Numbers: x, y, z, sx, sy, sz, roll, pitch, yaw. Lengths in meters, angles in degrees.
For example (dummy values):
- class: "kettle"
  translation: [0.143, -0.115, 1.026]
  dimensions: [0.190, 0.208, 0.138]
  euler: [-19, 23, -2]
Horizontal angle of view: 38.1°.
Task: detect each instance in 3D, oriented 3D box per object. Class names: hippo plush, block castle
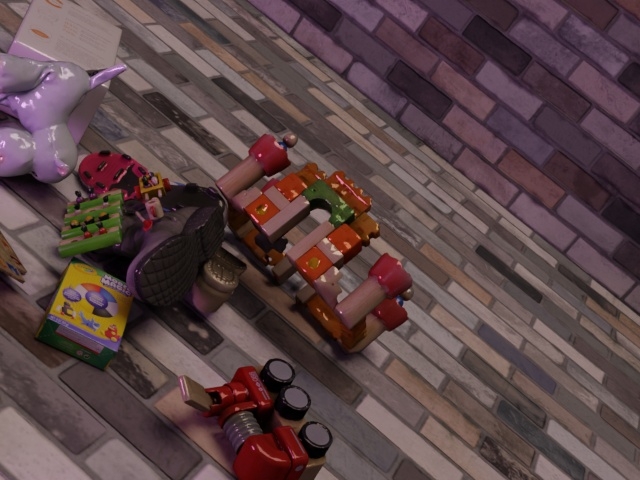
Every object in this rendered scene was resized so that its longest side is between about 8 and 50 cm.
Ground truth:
- class: "hippo plush"
  translation: [-0.555, -0.230, 1.810]
  dimensions: [0.294, 0.236, 0.234]
  euler: [0, 4, -30]
- class: "block castle"
  translation: [0.000, 0.000, 1.953]
  dimensions: [0.453, 0.213, 0.303]
  euler: [46, -14, 19]

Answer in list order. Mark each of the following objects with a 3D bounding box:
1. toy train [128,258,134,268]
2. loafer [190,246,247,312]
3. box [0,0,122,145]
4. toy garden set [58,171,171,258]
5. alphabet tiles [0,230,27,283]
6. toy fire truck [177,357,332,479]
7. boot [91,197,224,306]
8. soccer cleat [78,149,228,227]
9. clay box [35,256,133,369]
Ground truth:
- class: "toy train"
  translation: [-0.351, 0.045, 1.781]
  dimensions: [0.027, 0.036, 0.158]
  euler: [-4, 30, -2]
- class: "loafer"
  translation: [-0.214, 0.073, 1.850]
  dimensions: [0.102, 0.092, 0.268]
  euler: [36, 9, -5]
- class: "box"
  translation: [-0.591, -0.397, 2.083]
  dimensions: [0.215, 0.168, 0.345]
  euler: [26, 27, -21]
- class: "toy garden set"
  translation: [-0.377, -0.061, 1.708]
  dimensions: [0.204, 0.049, 0.244]
  euler: [-15, 24, -5]
- class: "alphabet tiles"
  translation: [-0.570, -0.024, 1.510]
  dimensions: [0.198, 0.009, 0.237]
  euler: [49, -3, 25]
- class: "toy fire truck"
  translation: [-0.127, 0.299, 1.516]
  dimensions: [0.246, 0.158, 0.217]
  euler: [-2, 44, -37]
- class: "boot"
  translation: [-0.332, 0.019, 1.698]
  dimensions: [0.223, 0.118, 0.338]
  euler: [5, 19, 15]
- class: "soccer cleat"
  translation: [-0.350, -0.078, 1.934]
  dimensions: [0.331, 0.143, 0.116]
  euler: [20, 58, 9]
- class: "clay box"
  translation: [-0.393, 0.112, 1.583]
  dimensions: [0.127, 0.053, 0.222]
  euler: [29, 26, -17]
